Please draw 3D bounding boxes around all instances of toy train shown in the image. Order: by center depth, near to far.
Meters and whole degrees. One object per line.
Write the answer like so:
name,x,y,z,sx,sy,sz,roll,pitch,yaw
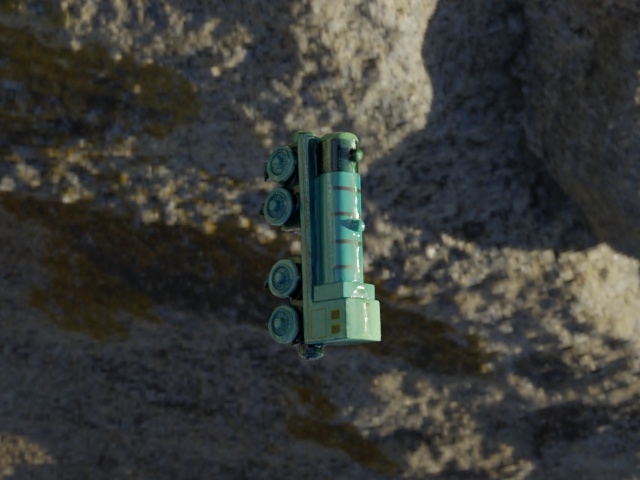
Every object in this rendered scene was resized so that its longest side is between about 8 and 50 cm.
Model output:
toy train,0.000,0.000,0.457,0.045,0.092,0.029,-11,166,42
